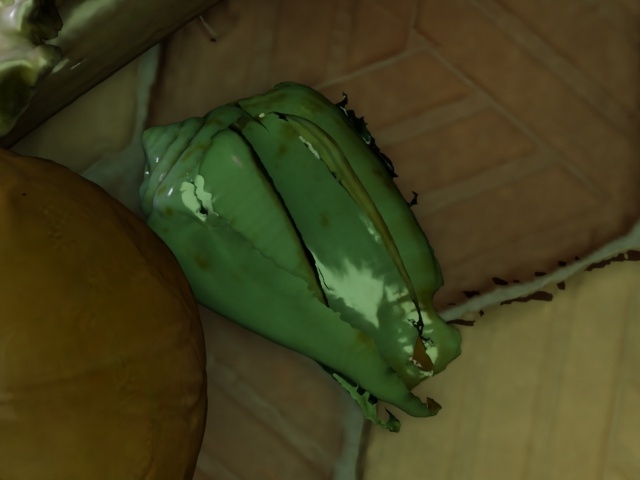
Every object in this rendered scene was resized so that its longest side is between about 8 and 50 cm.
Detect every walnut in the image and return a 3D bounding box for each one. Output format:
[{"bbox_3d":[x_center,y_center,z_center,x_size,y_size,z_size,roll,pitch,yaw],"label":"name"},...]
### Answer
[{"bbox_3d":[-0.138,0.056,0.707,0.193,0.226,0.193,2,84,-15],"label":"walnut"}]

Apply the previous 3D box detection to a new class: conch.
[{"bbox_3d":[0.000,0.000,0.791,0.170,0.079,0.106,40,95,-16],"label":"conch"}]

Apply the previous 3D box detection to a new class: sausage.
[{"bbox_3d":[-0.098,-0.092,0.793,0.301,0.066,0.066,-35,90,-3],"label":"sausage"}]

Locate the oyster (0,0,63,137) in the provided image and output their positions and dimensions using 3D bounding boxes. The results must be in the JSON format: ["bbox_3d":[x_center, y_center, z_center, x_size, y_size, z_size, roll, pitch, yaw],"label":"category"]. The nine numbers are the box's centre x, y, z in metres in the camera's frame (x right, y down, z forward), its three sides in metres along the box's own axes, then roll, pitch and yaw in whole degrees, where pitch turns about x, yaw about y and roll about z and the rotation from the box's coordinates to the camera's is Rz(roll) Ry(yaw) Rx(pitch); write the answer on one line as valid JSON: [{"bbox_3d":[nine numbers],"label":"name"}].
[{"bbox_3d":[-0.217,-0.172,0.771,0.201,0.107,0.354,-29,69,-5],"label":"oyster"}]
